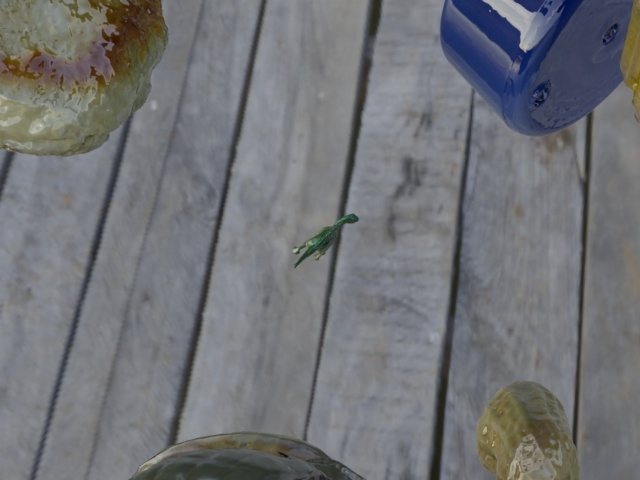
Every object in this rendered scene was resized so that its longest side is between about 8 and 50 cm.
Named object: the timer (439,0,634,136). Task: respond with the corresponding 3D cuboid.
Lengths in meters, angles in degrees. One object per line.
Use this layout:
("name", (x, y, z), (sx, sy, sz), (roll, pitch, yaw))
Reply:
("timer", (0.168, -0.321, 1.304), (0.270, 0.270, 0.383), (-41, 64, -13))

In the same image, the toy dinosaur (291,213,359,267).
("toy dinosaur", (0.000, 0.000, 1.406), (0.029, 0.060, 0.120), (51, 35, 5))

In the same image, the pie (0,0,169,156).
("pie", (-0.184, -0.131, 0.662), (0.205, 0.084, 0.179), (20, 36, -7))

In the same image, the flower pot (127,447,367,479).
("flower pot", (-0.045, 0.309, 0.981), (0.302, 0.213, 0.301), (-7, 77, 31))

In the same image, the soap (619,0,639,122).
("soap", (0.327, -0.135, 1.086), (0.073, 0.232, 0.140), (-22, 78, 6))

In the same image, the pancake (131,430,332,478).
("pancake", (-0.085, 0.289, 1.316), (0.250, 0.250, 0.031), (-8, 36, 5))

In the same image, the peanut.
("peanut", (0.195, 0.197, 1.154), (0.093, 0.083, 0.194), (-1, 23, 5))
